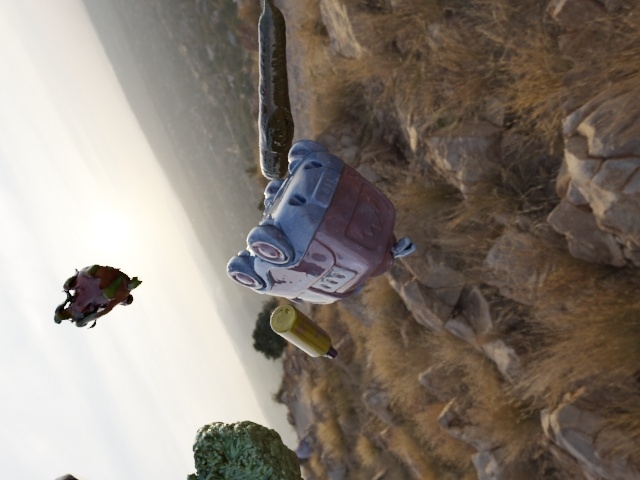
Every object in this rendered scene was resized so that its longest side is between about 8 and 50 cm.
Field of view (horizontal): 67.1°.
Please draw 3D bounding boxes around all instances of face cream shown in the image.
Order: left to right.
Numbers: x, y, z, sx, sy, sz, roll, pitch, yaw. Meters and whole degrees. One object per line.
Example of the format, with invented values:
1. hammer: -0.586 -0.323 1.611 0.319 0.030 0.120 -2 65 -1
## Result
1. face cream: -0.028 0.256 1.275 0.078 0.078 0.273 49 -179 44

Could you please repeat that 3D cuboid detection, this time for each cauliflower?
1. cauliflower: -0.161 0.483 0.921 0.275 0.250 0.272 43 142 4

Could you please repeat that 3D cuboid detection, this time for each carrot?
1. carrot: -0.082 -0.251 0.866 0.070 0.070 0.342 52 152 37

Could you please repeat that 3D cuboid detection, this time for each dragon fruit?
1. dragon fruit: -0.484 0.122 1.037 0.142 0.175 0.138 0 138 47

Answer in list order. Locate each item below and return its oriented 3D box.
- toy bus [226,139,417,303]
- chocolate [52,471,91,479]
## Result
1. toy bus: 0.000 0.000 0.798 0.232 0.197 0.294 27 149 -11
2. chocolate: -0.611 0.664 1.170 0.176 0.177 0.176 56 163 27
